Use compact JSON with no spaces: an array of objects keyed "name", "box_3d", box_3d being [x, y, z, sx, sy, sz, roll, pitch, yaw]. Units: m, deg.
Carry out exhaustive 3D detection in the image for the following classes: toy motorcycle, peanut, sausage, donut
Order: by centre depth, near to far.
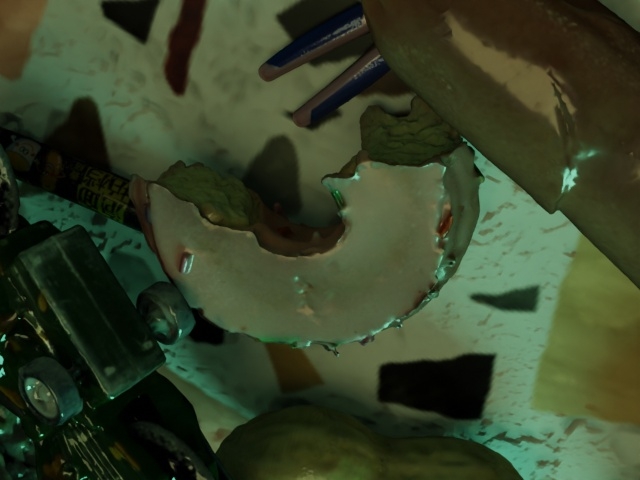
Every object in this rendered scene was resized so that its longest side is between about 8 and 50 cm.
[{"name":"sausage","box_3d":[0.191,0.014,0.394,0.433,0.088,0.088,40,120,-8]},{"name":"donut","box_3d":[0.000,0.000,0.447,0.166,0.065,0.117,-5,118,13]},{"name":"toy motorcycle","box_3d":[-0.148,0.069,0.466,0.187,0.124,0.275,-33,90,45]},{"name":"sausage","box_3d":[-0.143,-0.035,0.495,0.198,0.028,0.025,23,145,3]},{"name":"peanut","box_3d":[0.029,0.138,0.511,0.187,0.082,0.082,11,120,9]}]

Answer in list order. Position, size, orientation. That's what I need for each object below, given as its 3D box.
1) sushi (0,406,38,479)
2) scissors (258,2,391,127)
[{"name":"sushi","box_3d":[-0.276,0.137,0.539,0.139,0.184,0.274,-29,102,22]},{"name":"scissors","box_3d":[0.023,-0.094,0.425,0.113,0.012,0.039,-30,106,27]}]
